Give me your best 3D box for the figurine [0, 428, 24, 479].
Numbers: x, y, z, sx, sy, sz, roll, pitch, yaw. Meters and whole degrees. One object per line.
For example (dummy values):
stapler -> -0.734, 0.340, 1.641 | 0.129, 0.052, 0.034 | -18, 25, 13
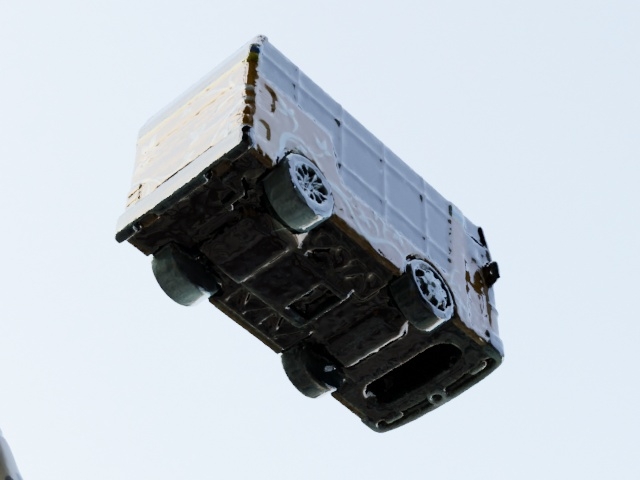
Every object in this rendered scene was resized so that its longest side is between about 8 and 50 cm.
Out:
figurine -> -0.340, 0.179, 1.219 | 0.145, 0.222, 0.145 | -5, -96, 53

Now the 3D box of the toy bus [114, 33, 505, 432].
toy bus -> 0.000, 0.000, 1.147 | 0.138, 0.167, 0.275 | -35, -58, 27
